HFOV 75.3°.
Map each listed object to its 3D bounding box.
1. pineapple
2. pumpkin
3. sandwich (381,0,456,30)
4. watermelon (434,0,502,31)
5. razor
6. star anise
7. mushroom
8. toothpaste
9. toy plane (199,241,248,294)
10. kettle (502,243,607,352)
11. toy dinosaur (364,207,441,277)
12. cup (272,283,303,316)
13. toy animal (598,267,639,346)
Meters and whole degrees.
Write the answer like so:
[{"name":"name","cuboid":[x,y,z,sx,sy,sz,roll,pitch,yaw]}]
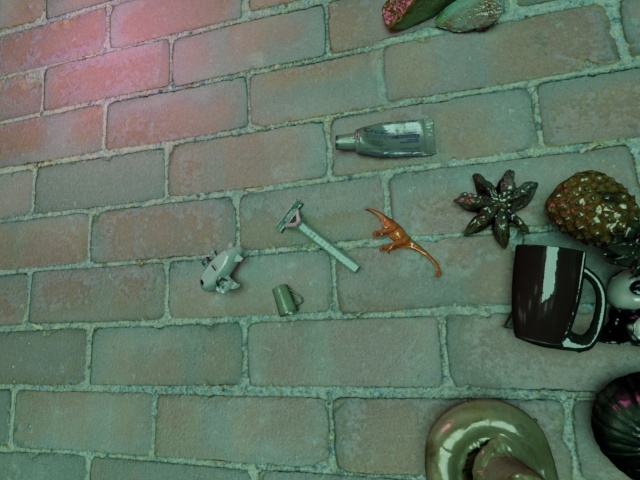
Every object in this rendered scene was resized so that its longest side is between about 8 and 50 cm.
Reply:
[{"name":"pineapple","cuboid":[0.658,-0.011,0.896,0.169,0.169,0.340,-36,48,8]},{"name":"pumpkin","cuboid":[0.702,0.395,0.850,0.250,0.216,0.249,-2,88,42]},{"name":"sandwich","cuboid":[0.345,-0.725,1.178,0.254,0.288,0.099,-19,80,-33]},{"name":"watermelon","cuboid":[0.419,-0.641,1.170,0.180,0.081,0.094,7,99,32]},{"name":"razor","cuboid":[-0.002,-0.001,1.189,0.278,0.056,0.111,38,91,18]},{"name":"star anise","cuboid":[0.445,-0.092,1.069,0.197,0.073,0.212,12,82,15]},{"name":"mushroom","cuboid":[0.368,0.499,0.882,0.293,0.290,0.292,-2,80,11]},{"name":"toothpaste","cuboid":[0.181,-0.287,1.186,0.283,0.068,0.099,-2,108,9]},{"name":"toy plane","cuboid":[-0.294,0.086,1.247,0.174,0.080,0.174,-12,64,26]},{"name":"kettle","cuboid":[0.546,0.134,0.969,0.202,0.144,0.232,7,89,26]},{"name":"toy dinosaur","cuboid":[0.212,0.003,1.128,0.101,0.055,0.279,-29,71,-14]},{"name":"cup","cuboid":[-0.095,0.168,1.190,0.075,0.054,0.083,-25,73,12]},{"name":"toy animal","cuboid":[0.708,0.148,0.921,0.166,0.138,0.179,7,88,0]}]
